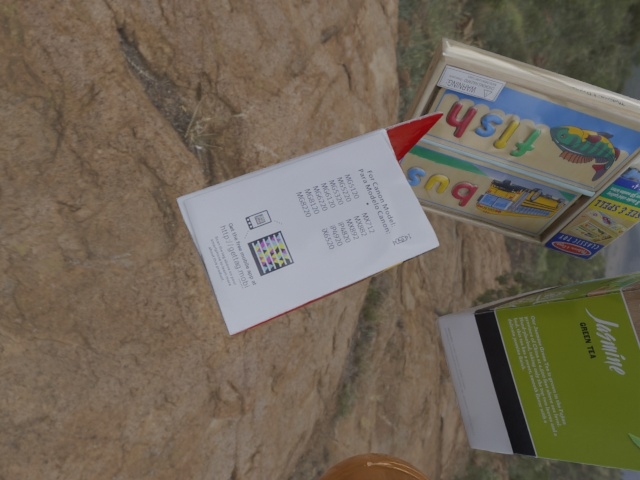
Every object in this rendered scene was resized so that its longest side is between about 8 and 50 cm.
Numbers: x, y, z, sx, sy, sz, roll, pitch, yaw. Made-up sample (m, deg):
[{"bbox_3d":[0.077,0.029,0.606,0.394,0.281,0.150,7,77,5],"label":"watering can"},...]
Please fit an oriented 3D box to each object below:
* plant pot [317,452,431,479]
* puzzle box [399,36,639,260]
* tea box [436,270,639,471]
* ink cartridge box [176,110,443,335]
[{"bbox_3d":[0.103,0.508,0.658,0.203,0.291,0.290,97,14,-71],"label":"plant pot"},{"bbox_3d":[0.317,-0.115,0.652,0.272,0.409,0.052,110,-4,-52],"label":"puzzle box"},{"bbox_3d":[0.430,0.178,0.661,0.329,0.324,0.219,-5,78,-38],"label":"tea box"},{"bbox_3d":[0.000,0.000,0.516,0.272,0.309,0.130,-22,84,-12],"label":"ink cartridge box"}]
